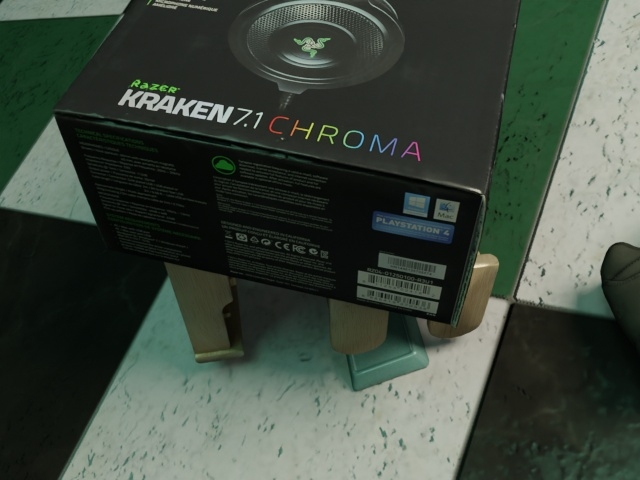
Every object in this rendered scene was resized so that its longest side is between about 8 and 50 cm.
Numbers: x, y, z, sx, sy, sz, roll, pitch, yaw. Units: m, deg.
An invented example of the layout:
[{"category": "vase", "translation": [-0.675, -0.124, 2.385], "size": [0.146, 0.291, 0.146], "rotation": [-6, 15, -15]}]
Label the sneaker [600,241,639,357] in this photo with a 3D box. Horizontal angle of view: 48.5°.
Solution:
[{"category": "sneaker", "translation": [0.317, -0.012, 0.456], "size": [0.286, 0.109, 0.130], "rotation": [-26, 44, 7]}]

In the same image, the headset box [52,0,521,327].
[{"category": "headset box", "translation": [0.005, -0.113, 0.499], "size": [0.246, 0.131, 0.283], "rotation": [13, 52, 10]}]

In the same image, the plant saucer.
[{"category": "plant saucer", "translation": [0.039, 0.034, 0.625], "size": [0.067, 0.018, 0.192], "rotation": [-22, 50, 12]}]

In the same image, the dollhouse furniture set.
[{"category": "dollhouse furniture set", "translation": [0.000, 0.000, 0.597], "size": [0.241, 0.161, 0.212], "rotation": [-8, 52, -5]}]
